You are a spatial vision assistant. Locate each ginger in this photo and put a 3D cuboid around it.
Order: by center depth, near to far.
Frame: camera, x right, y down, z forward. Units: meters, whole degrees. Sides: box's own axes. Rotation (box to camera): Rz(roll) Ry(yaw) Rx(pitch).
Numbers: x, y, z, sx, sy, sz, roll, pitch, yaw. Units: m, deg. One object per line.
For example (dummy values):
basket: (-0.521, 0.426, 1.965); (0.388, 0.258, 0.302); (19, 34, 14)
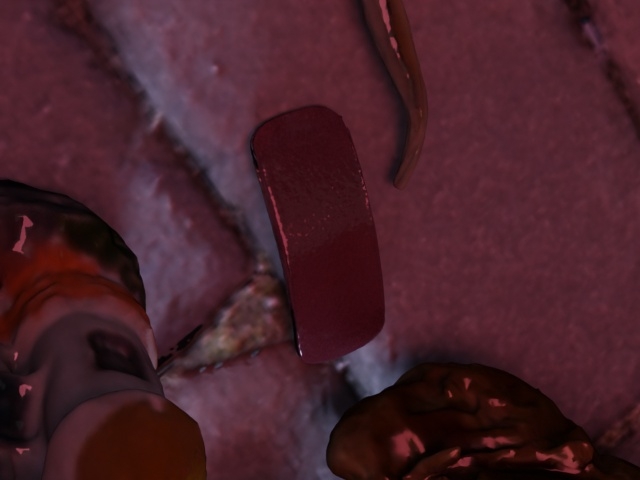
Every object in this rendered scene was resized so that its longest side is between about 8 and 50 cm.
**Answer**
ginger: (0.088, 0.220, 0.668); (0.274, 0.152, 0.357); (50, 50, -21)

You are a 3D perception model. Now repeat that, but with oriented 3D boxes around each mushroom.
mushroom: (0.053, -0.177, 0.659); (0.068, 0.043, 0.306); (16, 101, 0)

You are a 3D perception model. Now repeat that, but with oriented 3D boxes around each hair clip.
hair clip: (0.001, 0.001, 0.692); (0.054, 0.022, 0.137); (-19, 111, -20)

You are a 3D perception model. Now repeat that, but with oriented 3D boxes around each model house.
model house: (-0.172, 0.103, 0.507); (0.271, 0.301, 0.190); (6, 109, -24)
